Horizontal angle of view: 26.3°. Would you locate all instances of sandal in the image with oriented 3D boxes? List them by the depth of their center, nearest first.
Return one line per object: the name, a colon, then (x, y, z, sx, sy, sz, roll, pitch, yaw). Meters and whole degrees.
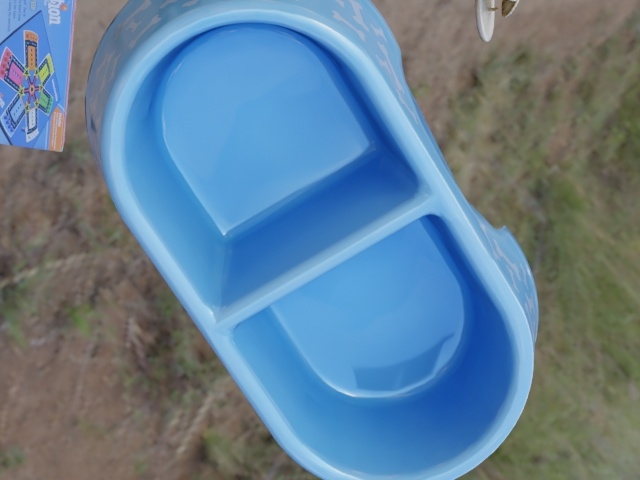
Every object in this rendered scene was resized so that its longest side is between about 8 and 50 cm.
sandal: (0.244, -0.357, 1.783, 0.088, 0.079, 0.240, -67, 155, -43)

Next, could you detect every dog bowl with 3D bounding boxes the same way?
dog bowl: (0.000, 0.000, 0.678, 0.166, 0.297, 0.074, -30, -164, 8)

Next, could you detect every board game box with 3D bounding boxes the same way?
board game box: (-0.333, -0.221, 1.441, 0.027, 0.145, 0.281, -91, -169, -50)
